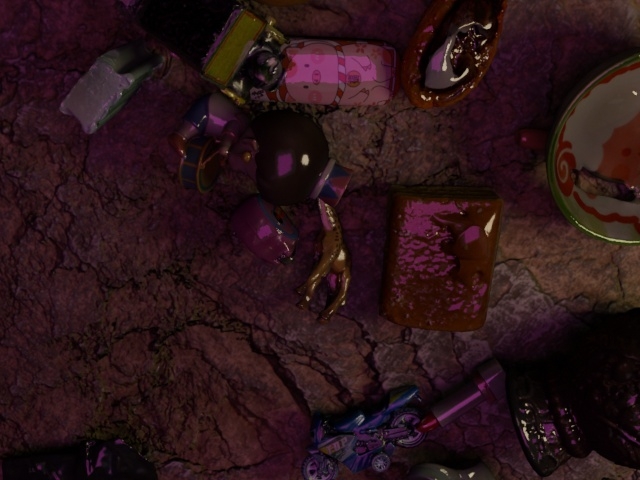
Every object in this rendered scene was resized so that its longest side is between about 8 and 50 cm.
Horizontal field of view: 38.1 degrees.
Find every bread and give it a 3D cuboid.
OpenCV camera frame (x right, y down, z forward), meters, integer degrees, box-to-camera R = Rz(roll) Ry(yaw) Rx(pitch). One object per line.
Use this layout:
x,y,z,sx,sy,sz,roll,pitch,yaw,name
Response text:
0.194,0.029,1.519,0.184,0.110,0.234,4,112,1,bread
0.206,-0.324,1.397,0.139,0.095,0.269,14,99,-29,bread

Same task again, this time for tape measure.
-0.088,-0.015,1.508,0.074,0.118,0.125,-41,101,14,tape measure

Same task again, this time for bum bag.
-0.456,0.432,1.715,0.310,0.074,0.137,-14,120,8,bum bag

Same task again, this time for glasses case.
-0.007,-0.264,1.435,0.266,0.067,0.103,2,108,1,glasses case

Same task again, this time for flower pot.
0.464,0.267,1.535,0.267,0.266,0.266,-19,110,20,flower pot

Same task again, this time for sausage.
0.355,-0.160,1.482,0.083,0.034,0.034,8,111,-3,sausage

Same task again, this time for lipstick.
0.246,0.283,1.631,0.186,0.057,0.063,-33,105,3,lipstick

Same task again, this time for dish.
0.493,-0.161,1.432,0.324,0.124,0.324,-2,119,-4,dish

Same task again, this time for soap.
-0.309,-0.236,1.385,0.063,0.198,0.114,41,106,-10,soap

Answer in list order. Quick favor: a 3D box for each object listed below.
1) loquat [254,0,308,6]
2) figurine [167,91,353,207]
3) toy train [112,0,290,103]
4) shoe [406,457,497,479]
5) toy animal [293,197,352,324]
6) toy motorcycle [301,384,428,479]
-0.046,-0.444,1.283,0.235,0.235,0.235,1,111,1,loquat
-0.086,-0.128,1.418,0.275,0.161,0.158,17,105,18,figurine
-0.166,-0.306,1.332,0.261,0.177,0.134,39,100,26,toy train
0.270,0.448,1.695,0.251,0.103,0.100,31,66,-23,shoe
0.006,0.001,1.524,0.054,0.149,0.275,4,86,41,toy animal
0.071,0.343,1.658,0.254,0.092,0.135,-24,99,1,toy motorcycle
